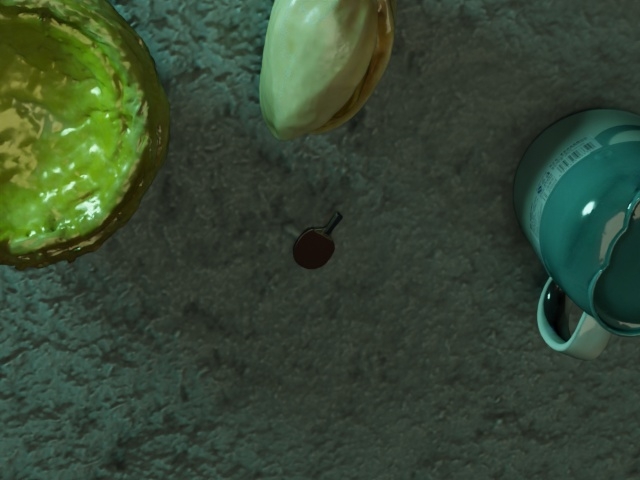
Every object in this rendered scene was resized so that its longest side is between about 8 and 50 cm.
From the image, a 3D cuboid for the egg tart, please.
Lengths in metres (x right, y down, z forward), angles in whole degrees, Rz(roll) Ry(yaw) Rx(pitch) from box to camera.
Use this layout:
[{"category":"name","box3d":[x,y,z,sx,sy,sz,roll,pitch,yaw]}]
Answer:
[{"category":"egg tart","box3d":[-0.337,-0.138,1.764,0.345,0.132,0.345,-4,113,-10]}]

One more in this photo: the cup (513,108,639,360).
[{"category":"cup","box3d":[0.349,0.004,1.903,0.219,0.257,0.290,21,108,-13]}]

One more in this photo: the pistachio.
[{"category":"pistachio","box3d":[0.000,-0.219,1.797,0.157,0.157,0.229,11,116,-16]}]

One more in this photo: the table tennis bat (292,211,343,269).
[{"category":"table tennis bat","box3d":[0.000,0.000,1.962,0.050,0.007,0.083,32,105,-21]}]
